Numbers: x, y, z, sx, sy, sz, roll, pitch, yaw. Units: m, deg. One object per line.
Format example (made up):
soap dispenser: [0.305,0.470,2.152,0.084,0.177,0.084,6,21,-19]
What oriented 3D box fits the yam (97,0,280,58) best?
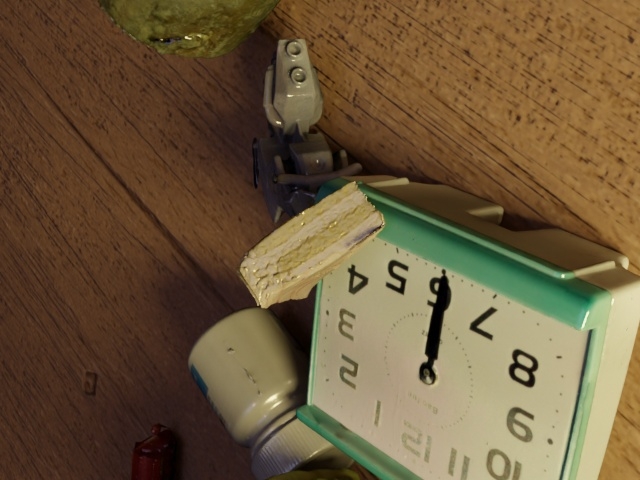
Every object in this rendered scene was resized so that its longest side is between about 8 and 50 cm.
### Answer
yam: [-0.065,-0.297,0.860,0.304,0.168,0.168,-40,67,43]

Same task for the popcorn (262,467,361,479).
popcorn: [-0.002,0.324,0.808,0.282,0.247,0.282,23,118,54]

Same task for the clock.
clock: [0.111,0.087,0.771,0.262,0.116,0.231,27,119,43]

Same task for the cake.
cake: [0.000,0.000,0.765,0.121,0.065,0.052,-35,73,25]

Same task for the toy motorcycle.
toy motorcycle: [-0.018,-0.077,0.879,0.122,0.080,0.215,136,126,-70]

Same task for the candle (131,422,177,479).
candle: [-0.194,0.272,1.158,0.052,0.052,0.130,21,109,44]

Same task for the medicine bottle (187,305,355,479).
medicine bottle: [-0.045,0.152,0.942,0.168,0.105,0.105,52,129,29]
